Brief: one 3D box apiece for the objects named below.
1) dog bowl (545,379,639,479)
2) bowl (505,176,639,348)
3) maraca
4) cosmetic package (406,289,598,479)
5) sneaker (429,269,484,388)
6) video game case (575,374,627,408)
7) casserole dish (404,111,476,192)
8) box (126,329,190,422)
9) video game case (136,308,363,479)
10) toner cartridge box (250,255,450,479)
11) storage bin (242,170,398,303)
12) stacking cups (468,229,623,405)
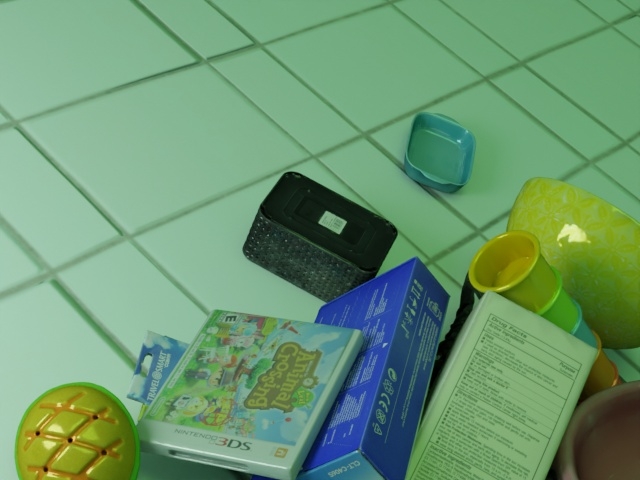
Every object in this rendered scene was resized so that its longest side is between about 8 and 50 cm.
[{"bbox_3d":[0.426,0.315,1.275,0.407,0.150,0.408,3,32,-2],"label":"dog bowl"},{"bbox_3d":[0.352,0.063,1.535,0.289,0.289,0.156,37,82,13],"label":"bowl"},{"bbox_3d":[-0.243,0.234,1.153,0.127,0.099,0.186,-17,69,-6],"label":"maraca"},{"bbox_3d":[0.179,0.228,1.276,0.153,0.129,0.296,30,62,5],"label":"cosmetic package"},{"bbox_3d":[0.197,0.137,1.458,0.135,0.098,0.276,10,56,-11],"label":"sneaker"},{"bbox_3d":[0.312,0.178,1.556,0.190,0.022,0.173,-21,59,-41],"label":"video game case"},{"bbox_3d":[0.189,-0.139,1.825,0.114,0.037,0.188,22,41,-4],"label":"casserole dish"},{"bbox_3d":[-0.132,0.179,1.308,0.178,0.042,0.109,19,42,-9],"label":"box"},{"bbox_3d":[-0.077,0.161,1.234,0.193,0.023,0.212,6,40,23],"label":"video game case"},{"bbox_3d":[0.040,0.170,1.290,0.075,0.165,0.348,48,33,-17],"label":"toner cartridge box"},{"bbox_3d":[0.000,0.000,1.540,0.180,0.084,0.122,28,40,4],"label":"storage bin"},{"bbox_3d":[0.301,0.125,1.404,0.316,0.096,0.096,50,29,-30],"label":"stacking cups"}]
